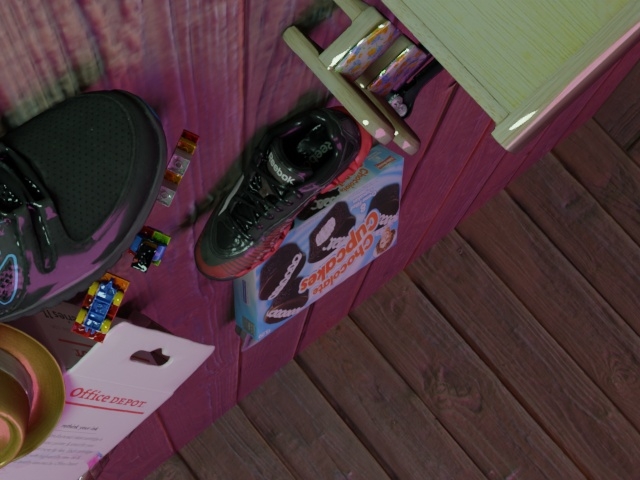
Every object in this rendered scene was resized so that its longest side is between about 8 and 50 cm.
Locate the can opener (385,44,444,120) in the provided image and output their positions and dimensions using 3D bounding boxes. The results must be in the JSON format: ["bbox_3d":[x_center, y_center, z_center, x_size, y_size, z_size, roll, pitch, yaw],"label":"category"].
[{"bbox_3d":[0.128,-0.226,1.300,0.186,0.073,0.059,-45,130,7],"label":"can opener"}]

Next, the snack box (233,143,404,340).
[{"bbox_3d":[0.000,0.000,1.531,0.322,0.060,0.187,-34,143,-32],"label":"snack box"}]

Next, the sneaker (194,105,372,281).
[{"bbox_3d":[-0.058,-0.060,1.171,0.276,0.097,0.135,-44,169,7],"label":"sneaker"}]

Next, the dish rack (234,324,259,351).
[{"bbox_3d":[-0.043,0.065,1.794,0.286,0.072,0.333,-37,169,-21],"label":"dish rack"}]

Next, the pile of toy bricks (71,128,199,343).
[{"bbox_3d":[-0.194,-0.023,0.902,0.212,0.118,0.105,-62,-169,19],"label":"pile of toy bricks"}]

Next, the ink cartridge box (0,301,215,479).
[{"bbox_3d":[-0.312,0.178,1.080,0.353,0.119,0.207,-42,153,9],"label":"ink cartridge box"}]

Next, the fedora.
[{"bbox_3d":[-0.331,0.159,0.897,0.194,0.194,0.079,-42,-148,7],"label":"fedora"}]

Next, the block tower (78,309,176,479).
[{"bbox_3d":[-0.301,0.243,1.288,0.335,0.091,0.097,-54,174,-23],"label":"block tower"}]

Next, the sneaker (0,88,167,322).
[{"bbox_3d":[-0.253,0.003,0.690,0.341,0.125,0.139,-41,165,-11],"label":"sneaker"}]

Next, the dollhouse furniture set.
[{"bbox_3d":[0.171,-0.221,0.887,0.362,0.256,0.394,-43,169,14],"label":"dollhouse furniture set"}]
